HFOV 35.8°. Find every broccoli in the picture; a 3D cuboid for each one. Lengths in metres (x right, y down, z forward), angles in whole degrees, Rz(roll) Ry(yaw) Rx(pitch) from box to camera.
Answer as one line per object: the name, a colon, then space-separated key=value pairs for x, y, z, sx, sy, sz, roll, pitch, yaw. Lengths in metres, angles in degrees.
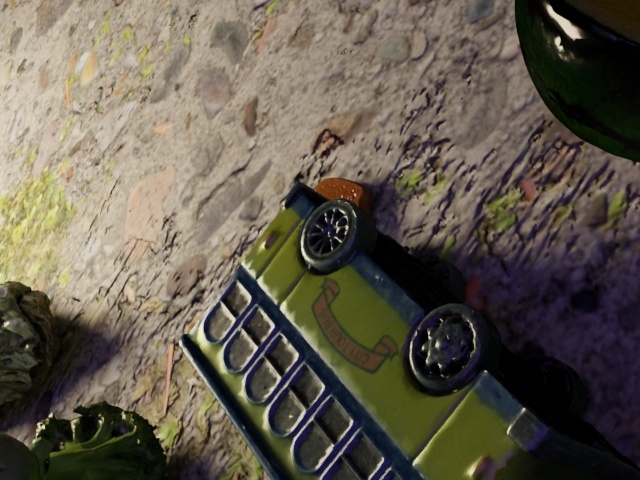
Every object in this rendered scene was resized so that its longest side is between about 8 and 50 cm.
broccoli: x=-0.240 y=0.244 z=0.856 sx=0.254 sy=0.269 sz=0.269 roll=9 pitch=73 yaw=8

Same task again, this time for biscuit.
biscuit: x=0.000 y=0.000 z=0.905 sx=0.130 sy=0.019 sz=0.102 roll=-53 pitch=42 yaw=11

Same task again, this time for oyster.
oyster: x=-0.408 y=0.127 z=1.162 sx=0.351 sy=0.158 sz=0.162 roll=-34 pitch=83 yaw=45

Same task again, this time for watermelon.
watermelon: x=0.226 y=-0.145 z=0.725 sx=0.129 sy=0.123 sz=0.301 roll=-27 pitch=44 yaw=-9

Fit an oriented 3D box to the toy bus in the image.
toy bus: x=0.052 y=0.113 z=0.700 sx=0.190 sy=0.152 sz=0.312 roll=-52 pitch=43 yaw=7
